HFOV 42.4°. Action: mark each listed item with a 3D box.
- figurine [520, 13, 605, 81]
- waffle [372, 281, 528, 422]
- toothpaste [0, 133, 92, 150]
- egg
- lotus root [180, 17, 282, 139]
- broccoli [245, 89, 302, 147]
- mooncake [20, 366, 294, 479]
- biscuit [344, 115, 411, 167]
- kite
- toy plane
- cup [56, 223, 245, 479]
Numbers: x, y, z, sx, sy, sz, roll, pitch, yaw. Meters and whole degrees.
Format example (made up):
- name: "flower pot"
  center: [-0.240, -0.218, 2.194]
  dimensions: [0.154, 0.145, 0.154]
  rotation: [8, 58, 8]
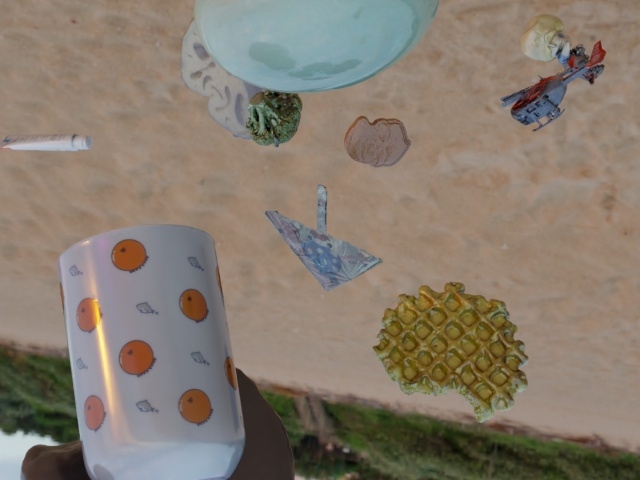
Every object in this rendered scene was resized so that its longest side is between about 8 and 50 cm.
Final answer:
- name: "figurine"
  center: [0.539, -0.429, 1.844]
  dimensions: [0.114, 0.108, 0.196]
  rotation: [-26, -126, -37]
- name: "waffle"
  center: [0.215, 0.186, 1.384]
  dimensions: [0.253, 0.249, 0.056]
  rotation: [-8, 150, -2]
- name: "toothpaste"
  center: [-0.499, -0.178, 1.497]
  dimensions: [0.190, 0.048, 0.031]
  rotation: [3, 132, 20]
- name: "egg"
  center: [-0.002, -0.369, 1.275]
  dimensions: [0.389, 0.276, 0.276]
  rotation: [-14, 172, -7]
- name: "lotus root"
  center: [-0.182, -0.420, 2.008]
  dimensions: [0.316, 0.316, 0.250]
  rotation: [5, -148, 23]
- name: "broccoli"
  center: [-0.098, -0.257, 1.700]
  dimensions: [0.130, 0.131, 0.120]
  rotation: [32, 170, 43]
- name: "mooncake"
  center: [-0.222, 0.383, 1.195]
  dimensions: [0.381, 0.351, 0.212]
  rotation: [-16, 152, -23]
- name: "biscuit"
  center: [0.108, -0.184, 1.550]
  dimensions: [0.130, 0.102, 0.019]
  rotation: [8, -149, -21]
- name: "kite"
  center: [0.000, 0.000, 1.848]
  dimensions: [0.335, 0.011, 0.314]
  rotation: [23, 138, 28]
- name: "toy plane"
  center: [0.267, -0.174, 0.950]
  dimensions: [0.037, 0.060, 0.145]
  rotation: [33, 137, -23]
- name: "cup"
  center: [-0.216, 0.163, 1.074]
  dimensions: [0.212, 0.317, 0.212]
  rotation: [-11, 160, -4]
